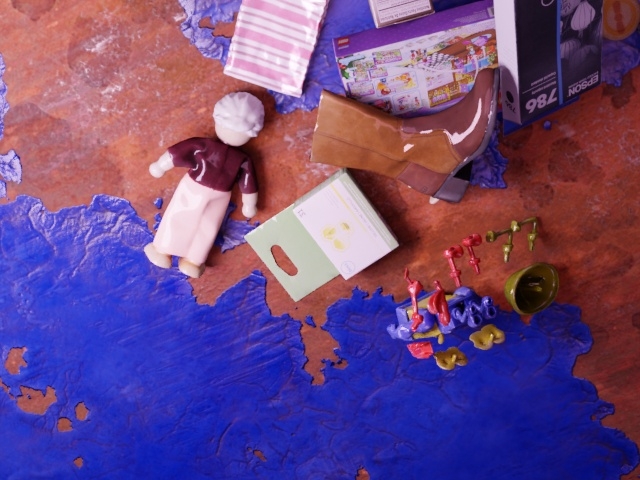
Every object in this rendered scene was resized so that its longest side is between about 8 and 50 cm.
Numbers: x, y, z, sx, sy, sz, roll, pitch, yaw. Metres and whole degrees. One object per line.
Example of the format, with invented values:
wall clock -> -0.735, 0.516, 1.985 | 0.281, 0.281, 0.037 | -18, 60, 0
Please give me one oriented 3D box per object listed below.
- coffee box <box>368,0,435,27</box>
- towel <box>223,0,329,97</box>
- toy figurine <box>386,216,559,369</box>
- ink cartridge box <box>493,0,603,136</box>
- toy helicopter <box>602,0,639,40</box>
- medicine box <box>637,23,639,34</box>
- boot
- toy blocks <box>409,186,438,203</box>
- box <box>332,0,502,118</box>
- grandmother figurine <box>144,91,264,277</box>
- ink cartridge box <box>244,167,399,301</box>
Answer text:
coffee box -> 0.102, -0.476, 1.485 | 0.098, 0.141, 0.247 | -14, 110, 6
towel -> -0.075, -0.354, 1.595 | 0.144, 0.029, 0.197 | 17, 110, -3
toy figurine -> 0.233, 0.097, 1.702 | 0.362, 0.217, 0.191 | -24, 95, -35
ink cartridge box -> 0.363, -0.304, 1.479 | 0.165, 0.065, 0.333 | -28, 138, -10
toy helicopter -> 0.398, -0.464, 1.505 | 0.355, 0.140, 0.235 | 36, 99, -22
medicine box -> 0.718, -0.332, 1.508 | 0.289, 0.149, 0.263 | -39, 104, 15
boot -> 0.136, -0.204, 1.538 | 0.280, 0.096, 0.264 | 18, 137, -1
toy blocks -> 0.178, -0.153, 1.646 | 0.148, 0.054, 0.123 | 36, 108, -10
box -> 0.184, -0.278, 1.552 | 0.293, 0.057, 0.201 | -12, 138, 7
grandmother figurine -> -0.201, -0.108, 1.661 | 0.207, 0.104, 0.342 | 17, 109, -33
ink cartridge box -> 0.000, 0.000, 1.711 | 0.235, 0.056, 0.171 | -34, 106, 11
